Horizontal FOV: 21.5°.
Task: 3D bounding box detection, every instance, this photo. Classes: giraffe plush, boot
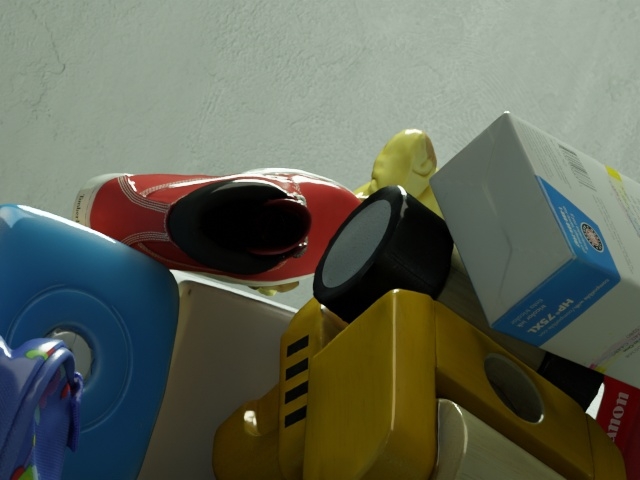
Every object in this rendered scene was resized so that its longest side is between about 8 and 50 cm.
[{"bbox_3d":[0.000,0.000,1.468,0.170,0.181,0.210,7,27,26],"label":"giraffe plush"},{"bbox_3d":[-0.025,-0.008,1.180,0.244,0.088,0.176,0,2,-41],"label":"boot"}]

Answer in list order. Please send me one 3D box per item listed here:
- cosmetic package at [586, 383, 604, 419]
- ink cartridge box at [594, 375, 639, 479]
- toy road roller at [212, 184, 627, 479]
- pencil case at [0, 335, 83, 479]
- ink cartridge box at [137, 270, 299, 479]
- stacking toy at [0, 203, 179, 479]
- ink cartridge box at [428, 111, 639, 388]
[{"bbox_3d":[0.224,0.188,1.672,0.377,0.284,0.097,19,-45,-11],"label":"cosmetic package"},{"bbox_3d":[0.314,0.172,1.263,0.271,0.310,0.130,19,-3,-26],"label":"ink cartridge box"},{"bbox_3d":[0.050,0.152,1.096,0.202,0.240,0.330,35,27,-21],"label":"toy road roller"},{"bbox_3d":[-0.253,0.060,0.787,0.306,0.119,0.133,18,27,10],"label":"pencil case"},{"bbox_3d":[-0.052,0.134,1.426,0.285,0.166,0.395,20,-2,-17],"label":"ink cartridge box"},{"bbox_3d":[-0.249,0.079,1.151,0.165,0.175,0.301,23,-17,-36],"label":"stacking toy"},{"bbox_3d":[0.192,0.019,1.131,0.231,0.078,0.134,24,35,-39],"label":"ink cartridge box"}]
